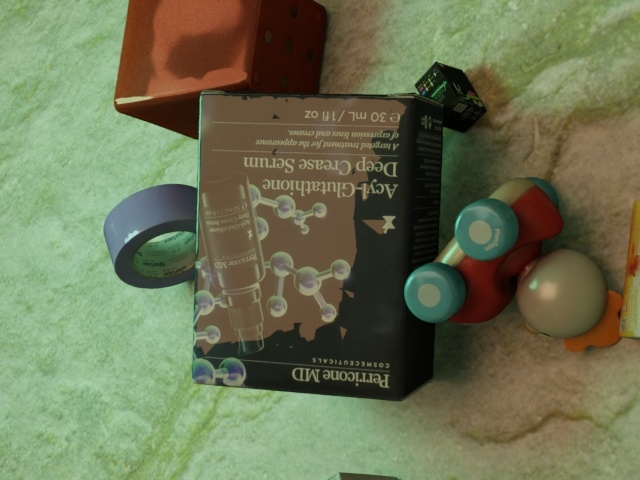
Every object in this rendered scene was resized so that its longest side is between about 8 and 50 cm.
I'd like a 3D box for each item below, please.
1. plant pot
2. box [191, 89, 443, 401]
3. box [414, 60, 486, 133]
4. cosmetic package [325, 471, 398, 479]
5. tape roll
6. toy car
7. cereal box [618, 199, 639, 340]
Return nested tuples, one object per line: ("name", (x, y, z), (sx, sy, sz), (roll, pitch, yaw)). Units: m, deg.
("plant pot", (-0.141, -0.308, 2.113), (0.236, 0.267, 0.267), (4, 83, 34))
("box", (0.000, 0.000, 1.777), (0.294, 0.212, 0.395), (2, 93, 16))
("box", (0.184, -0.204, 1.866), (0.052, 0.062, 0.083), (-48, 50, 30))
("cosmetic package", (0.003, 0.420, 1.860), (0.238, 0.127, 0.107), (-38, 54, 32))
("tape roll", (-0.263, -0.005, 2.198), (0.189, 0.189, 0.080), (-45, 51, 30))
("toy car", (0.267, 0.064, 1.654), (0.238, 0.219, 0.210), (43, 115, 13))
("cereal box", (0.423, 0.029, 1.493), (0.240, 0.047, 0.173), (163, 116, -74))
